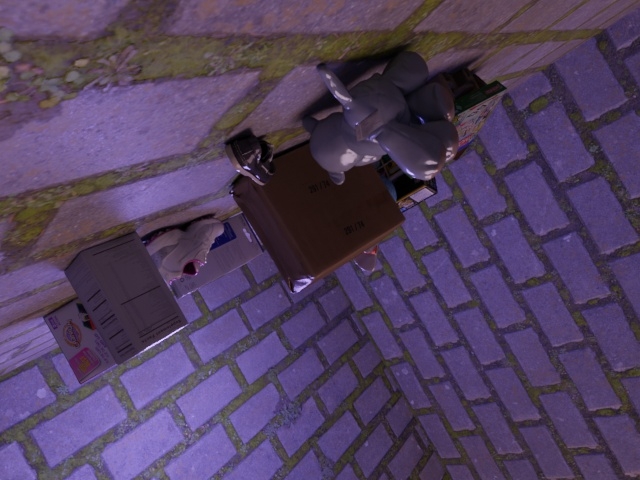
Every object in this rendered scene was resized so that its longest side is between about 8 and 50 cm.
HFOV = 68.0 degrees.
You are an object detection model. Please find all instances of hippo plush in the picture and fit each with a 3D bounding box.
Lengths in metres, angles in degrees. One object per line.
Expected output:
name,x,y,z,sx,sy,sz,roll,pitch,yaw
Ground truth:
hippo plush,0.095,-0.184,0.891,0.294,0.235,0.236,-30,179,-38

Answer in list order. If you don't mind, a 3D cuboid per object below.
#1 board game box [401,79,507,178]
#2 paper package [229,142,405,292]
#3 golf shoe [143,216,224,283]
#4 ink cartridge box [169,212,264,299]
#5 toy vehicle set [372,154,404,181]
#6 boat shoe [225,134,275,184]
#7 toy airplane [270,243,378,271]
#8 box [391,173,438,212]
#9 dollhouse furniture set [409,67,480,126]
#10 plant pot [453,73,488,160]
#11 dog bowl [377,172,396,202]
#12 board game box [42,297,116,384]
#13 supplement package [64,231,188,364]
board game box,0.378,-0.314,1.338,0.317,0.046,0.214,-32,158,-34
paper package,-0.003,-0.081,1.204,0.324,0.310,0.168,-32,-179,-30
golf shoe,-0.356,0.025,1.303,0.115,0.140,0.306,-32,180,30
ink cartridge box,-0.358,0.045,1.559,0.332,0.166,0.065,-28,179,-36
toy vehicle set,0.182,-0.264,1.643,0.266,0.166,0.035,-31,165,36
boat shoe,-0.113,-0.156,0.910,0.064,0.075,0.206,-27,175,11
toy airplane,0.000,0.000,1.476,0.385,0.384,0.273,11,116,-35
box,0.270,-0.248,1.686,0.079,0.322,0.257,24,141,-34
dollhouse furniture set,0.343,-0.364,1.390,0.242,0.161,0.212,-31,179,41
plant pot,0.460,-0.424,1.569,0.230,0.215,0.215,-46,172,28
dog bowl,0.128,-0.174,1.609,0.074,0.297,0.166,-23,134,-46
board game box,-0.658,0.261,1.481,0.316,0.242,0.064,-29,180,0
supplement package,-0.435,0.130,1.065,0.133,0.244,0.139,-30,179,42
